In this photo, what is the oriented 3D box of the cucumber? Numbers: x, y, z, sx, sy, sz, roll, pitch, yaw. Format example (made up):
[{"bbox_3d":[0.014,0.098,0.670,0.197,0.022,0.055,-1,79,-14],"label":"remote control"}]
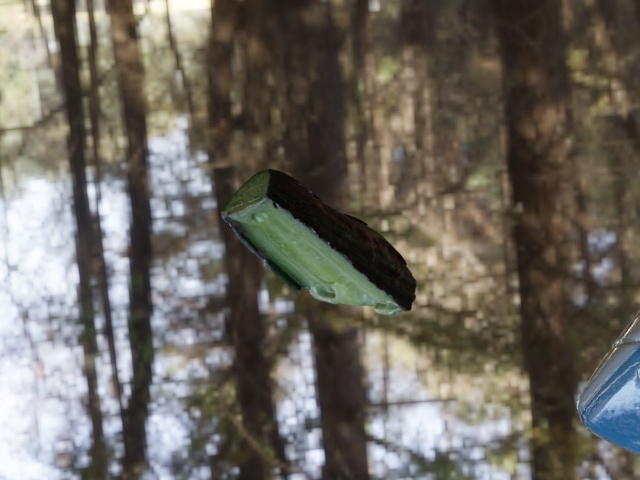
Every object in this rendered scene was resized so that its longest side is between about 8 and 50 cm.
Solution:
[{"bbox_3d":[0.000,0.000,1.389,0.193,0.086,0.115,34,155,-28],"label":"cucumber"}]

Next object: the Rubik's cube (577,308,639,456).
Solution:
[{"bbox_3d":[0.306,0.111,0.980,0.254,0.254,0.254,-5,-170,1],"label":"Rubik's cube"}]
